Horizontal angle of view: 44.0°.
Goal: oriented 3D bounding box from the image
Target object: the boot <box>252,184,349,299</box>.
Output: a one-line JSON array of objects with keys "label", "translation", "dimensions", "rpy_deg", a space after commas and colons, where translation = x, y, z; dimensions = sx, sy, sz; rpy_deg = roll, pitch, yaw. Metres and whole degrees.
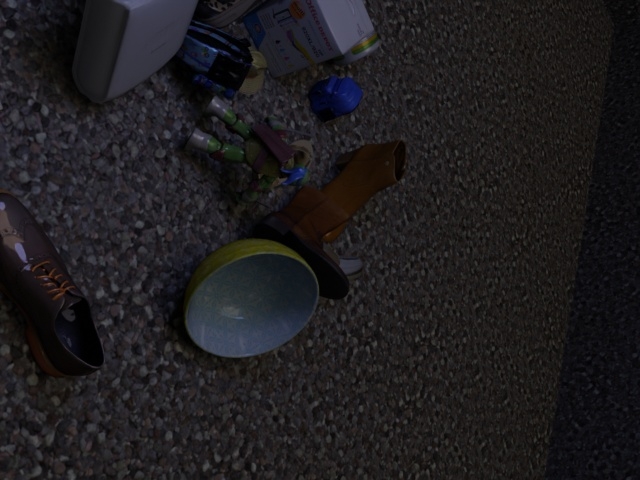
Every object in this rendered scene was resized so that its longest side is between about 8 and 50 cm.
[{"label": "boot", "translation": [0.000, 0.000, 1.874], "dimensions": [0.264, 0.096, 0.280], "rpy_deg": [32, 30, 10]}]

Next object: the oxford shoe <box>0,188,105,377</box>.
[{"label": "oxford shoe", "translation": [-0.475, 0.072, 1.381], "dimensions": [0.130, 0.133, 0.363], "rpy_deg": [-40, 114, -44]}]

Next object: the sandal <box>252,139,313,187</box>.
[{"label": "sandal", "translation": [-0.061, -0.188, 1.939], "dimensions": [0.240, 0.079, 0.088], "rpy_deg": [-36, 111, -46]}]

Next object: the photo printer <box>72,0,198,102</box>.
[{"label": "photo printer", "translation": [-0.343, -0.406, 1.493], "dimensions": [0.107, 0.307, 0.256], "rpy_deg": [40, 52, 1]}]

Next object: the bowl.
[{"label": "bowl", "translation": [-0.164, 0.095, 1.695], "dimensions": [0.289, 0.289, 0.156], "rpy_deg": [36, 16, -40]}]

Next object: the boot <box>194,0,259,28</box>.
[{"label": "boot", "translation": [-0.179, -0.657, 1.672], "dimensions": [0.284, 0.377, 0.138], "rpy_deg": [44, 11, -50]}]

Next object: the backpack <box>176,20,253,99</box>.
[{"label": "backpack", "translation": [-0.244, -0.400, 1.716], "dimensions": [0.173, 0.116, 0.158], "rpy_deg": [21, 23, -18]}]

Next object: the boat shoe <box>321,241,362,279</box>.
[{"label": "boat shoe", "translation": [-0.005, 0.051, 1.941], "dimensions": [0.302, 0.113, 0.103], "rpy_deg": [-4, 93, -48]}]

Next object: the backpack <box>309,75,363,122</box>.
[{"label": "backpack", "translation": [0.041, -0.372, 2.054], "dimensions": [0.101, 0.120, 0.098], "rpy_deg": [44, 54, -36]}]

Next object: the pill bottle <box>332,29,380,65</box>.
[{"label": "pill bottle", "translation": [0.049, -0.599, 2.086], "dimensions": [0.136, 0.136, 0.245], "rpy_deg": [-47, 119, -42]}]

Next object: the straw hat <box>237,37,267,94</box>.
[{"label": "straw hat", "translation": [-0.163, -0.419, 1.872], "dimensions": [0.144, 0.061, 0.144], "rpy_deg": [11, 75, -48]}]

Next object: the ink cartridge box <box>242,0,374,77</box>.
[{"label": "ink cartridge box", "translation": [-0.028, -0.526, 1.912], "dimensions": [0.168, 0.233, 0.171], "rpy_deg": [-49, 120, -41]}]

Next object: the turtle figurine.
[{"label": "turtle figurine", "translation": [-0.163, -0.191, 1.779], "dimensions": [0.266, 0.197, 0.274], "rpy_deg": [30, 17, -13]}]

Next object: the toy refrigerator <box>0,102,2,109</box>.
[{"label": "toy refrigerator", "translation": [-0.633, -0.321, 1.291], "dimensions": [0.102, 0.094, 0.269], "rpy_deg": [-34, 110, -47]}]

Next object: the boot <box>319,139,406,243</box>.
[{"label": "boot", "translation": [0.106, -0.131, 2.023], "dimensions": [0.104, 0.211, 0.295], "rpy_deg": [40, 56, -37]}]
